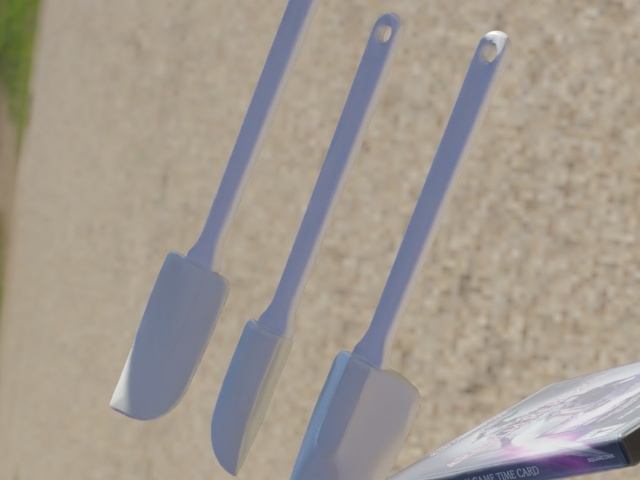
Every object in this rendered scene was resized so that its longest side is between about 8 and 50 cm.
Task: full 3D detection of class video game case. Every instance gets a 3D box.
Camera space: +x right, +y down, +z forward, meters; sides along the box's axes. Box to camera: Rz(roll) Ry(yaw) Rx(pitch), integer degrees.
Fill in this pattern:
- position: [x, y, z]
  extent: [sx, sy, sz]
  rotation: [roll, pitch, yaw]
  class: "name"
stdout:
- position: [0.183, 0.123, 1.373]
  extent: [0.274, 0.196, 0.026]
  rotation: [-21, 94, 55]
  class: "video game case"

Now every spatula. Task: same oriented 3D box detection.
- position: [0.000, 0.000, 0.928]
  extent: [0.168, 0.019, 0.242]
  rotation: [27, 96, 42]
  class: "spatula"
